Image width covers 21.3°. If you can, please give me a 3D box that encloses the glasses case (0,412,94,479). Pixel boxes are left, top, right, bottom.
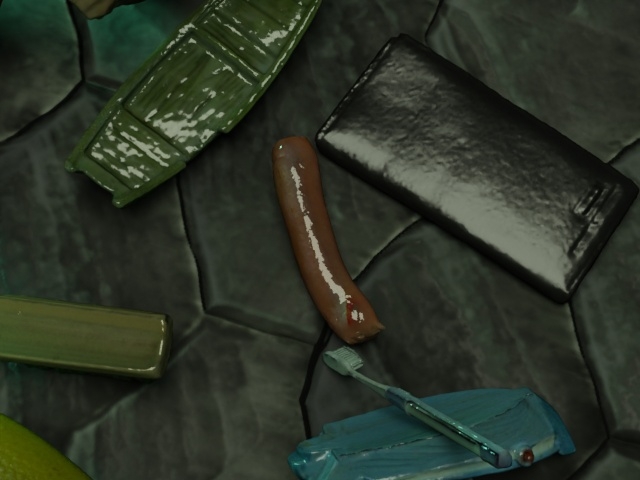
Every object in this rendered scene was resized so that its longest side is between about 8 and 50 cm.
[{"bbox_3d":[-0.205,0.248,1.193,0.371,0.141,0.173,43,74,12],"label":"glasses case"}]

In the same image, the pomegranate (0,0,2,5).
[{"bbox_3d":[-0.357,-0.199,1.308,0.221,0.221,0.256,2,98,-1],"label":"pomegranate"}]

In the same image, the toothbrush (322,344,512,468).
[{"bbox_3d":[0.067,0.119,1.241,0.019,0.016,0.219,-23,28,-26],"label":"toothbrush"}]

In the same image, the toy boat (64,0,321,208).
[{"bbox_3d":[-0.085,-0.139,1.376,0.093,0.055,0.293,38,74,11],"label":"toy boat"}]

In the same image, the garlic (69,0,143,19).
[{"bbox_3d":[-0.203,-0.304,1.313,0.132,0.279,0.325,-30,57,4],"label":"garlic"}]

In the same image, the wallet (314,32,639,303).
[{"bbox_3d":[0.126,-0.060,1.371,0.244,0.025,0.124,34,74,9],"label":"wallet"}]

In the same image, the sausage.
[{"bbox_3d":[0.000,-0.001,1.338,0.047,0.040,0.176,-15,72,-14],"label":"sausage"}]

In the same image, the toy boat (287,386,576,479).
[{"bbox_3d":[0.087,0.174,1.270,0.215,0.088,0.102,-14,107,-8],"label":"toy boat"}]

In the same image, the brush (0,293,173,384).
[{"bbox_3d":[-0.251,0.068,1.306,0.282,0.048,0.054,7,68,8],"label":"brush"}]
